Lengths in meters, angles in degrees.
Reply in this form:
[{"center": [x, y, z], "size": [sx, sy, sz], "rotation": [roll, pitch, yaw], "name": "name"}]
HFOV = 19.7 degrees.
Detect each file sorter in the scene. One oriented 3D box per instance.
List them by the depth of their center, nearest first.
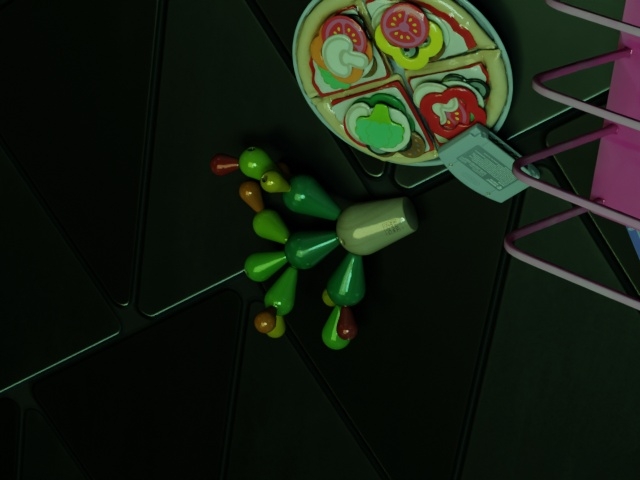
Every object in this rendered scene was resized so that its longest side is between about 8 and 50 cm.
[{"center": [0.271, -0.108, 1.398], "size": [0.202, 0.182, 0.291], "rotation": [24, 118, 35], "name": "file sorter"}]

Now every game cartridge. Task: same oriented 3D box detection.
[{"center": [0.146, -0.067, 1.624], "size": [0.083, 0.017, 0.056], "rotation": [36, 129, -28], "name": "game cartridge"}]

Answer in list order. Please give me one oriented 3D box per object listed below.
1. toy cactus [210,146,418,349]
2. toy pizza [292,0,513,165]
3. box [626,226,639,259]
[{"center": [0.000, 0.000, 1.716], "size": [0.180, 0.112, 0.219], "rotation": [-19, 98, 24], "name": "toy cactus"}, {"center": [0.068, -0.143, 1.609], "size": [0.201, 0.032, 0.201], "rotation": [11, 131, 14], "name": "toy pizza"}, {"center": [0.351, -0.015, 1.547], "size": [0.179, 0.043, 0.105], "rotation": [-16, 107, 32], "name": "box"}]
